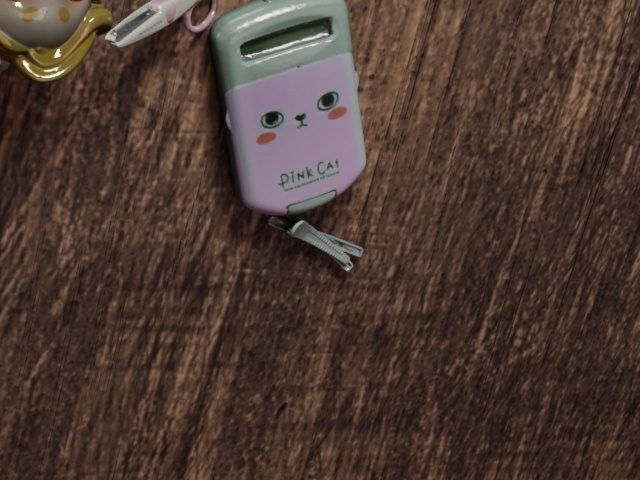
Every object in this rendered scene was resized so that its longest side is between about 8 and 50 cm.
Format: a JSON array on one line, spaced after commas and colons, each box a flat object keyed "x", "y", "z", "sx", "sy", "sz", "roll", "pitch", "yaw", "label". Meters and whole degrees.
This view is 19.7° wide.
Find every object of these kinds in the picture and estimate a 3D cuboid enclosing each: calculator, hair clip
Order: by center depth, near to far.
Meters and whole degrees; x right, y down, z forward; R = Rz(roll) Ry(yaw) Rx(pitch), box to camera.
[{"x": -0.030, "y": -0.137, "z": 1.784, "sx": 0.141, "sy": 0.045, "sz": 0.246, "roll": -18, "pitch": 123, "yaw": -17, "label": "calculator"}, {"x": -0.001, "y": 0.001, "z": 1.881, "sx": 0.115, "sy": 0.039, "sz": 0.030, "roll": 29, "pitch": 107, "yaw": -38, "label": "hair clip"}]

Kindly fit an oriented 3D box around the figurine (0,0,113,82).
[{"x": -0.258, "y": -0.275, "z": 1.549, "sx": 0.194, "sy": 0.133, "sz": 0.274, "roll": -28, "pitch": 117, "yaw": -24, "label": "figurine"}]

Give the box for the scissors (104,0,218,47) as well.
[{"x": -0.138, "y": -0.207, "z": 1.646, "sx": 0.176, "sy": 0.022, "sz": 0.085, "roll": -42, "pitch": 142, "yaw": -51, "label": "scissors"}]
